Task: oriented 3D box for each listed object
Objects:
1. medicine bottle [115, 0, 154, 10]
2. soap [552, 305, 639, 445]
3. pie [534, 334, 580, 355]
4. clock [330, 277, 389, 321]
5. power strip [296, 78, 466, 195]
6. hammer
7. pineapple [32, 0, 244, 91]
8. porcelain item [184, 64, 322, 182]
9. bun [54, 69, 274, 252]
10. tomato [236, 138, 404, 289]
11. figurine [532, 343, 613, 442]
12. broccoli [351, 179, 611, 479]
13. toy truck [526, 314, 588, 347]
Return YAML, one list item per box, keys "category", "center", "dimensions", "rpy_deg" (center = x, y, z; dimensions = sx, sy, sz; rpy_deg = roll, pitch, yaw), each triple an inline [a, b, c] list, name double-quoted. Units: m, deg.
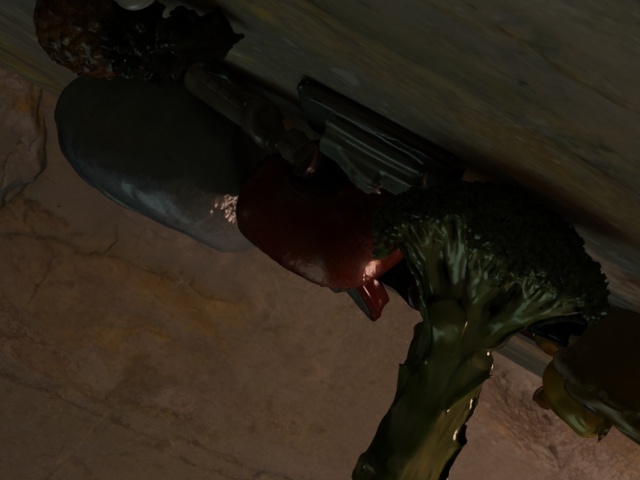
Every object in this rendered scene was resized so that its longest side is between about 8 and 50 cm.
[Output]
- category: "medicine bottle"
  center: [-0.194, -0.264, 1.165]
  dimensions: [0.057, 0.057, 0.089]
  rpy_deg: [28, 176, 25]
- category: "soap"
  center: [0.485, 0.214, 1.419]
  dimensions: [0.338, 0.169, 0.304]
  rpy_deg: [35, 173, -38]
- category: "pie"
  center: [0.492, 0.205, 1.853]
  dimensions: [0.339, 0.083, 0.339]
  rpy_deg: [29, 173, 4]
- category: "clock"
  center: [0.000, 0.000, 1.976]
  dimensions: [0.318, 0.080, 0.318]
  rpy_deg: [56, 178, 3]
- category: "power strip"
  center: [0.061, -0.092, 1.397]
  dimensions: [0.213, 0.065, 0.198]
  rpy_deg: [30, 174, 11]
- category: "hammer"
  center: [0.267, 0.093, 2.033]
  dimensions: [0.408, 0.095, 0.242]
  rpy_deg: [24, -173, -24]
- category: "pineapple"
  center: [-0.197, -0.223, 1.299]
  dimensions: [0.248, 0.128, 0.128]
  rpy_deg: [20, 171, 39]
- category: "porcelain item"
  center: [-0.077, -0.149, 1.498]
  dimensions: [0.213, 0.054, 0.084]
  rpy_deg: [39, -174, 27]
- category: "bun"
  center: [-0.204, -0.130, 1.700]
  dimensions: [0.361, 0.211, 0.362]
  rpy_deg: [27, 178, 1]
- category: "tomato"
  center: [0.011, -0.048, 1.519]
  dimensions: [0.236, 0.236, 0.095]
  rpy_deg: [28, 134, 23]
- category: "figurine"
  center: [0.383, 0.186, 1.647]
  dimensions: [0.131, 0.156, 0.246]
  rpy_deg: [18, 142, -10]
- category: "broccoli"
  center: [0.127, 0.098, 1.312]
  dimensions: [0.252, 0.361, 0.221]
  rpy_deg: [47, -159, 21]
- category: "toy truck"
  center: [0.258, 0.056, 1.642]
  dimensions: [0.259, 0.088, 0.121]
  rpy_deg: [31, 176, -30]
